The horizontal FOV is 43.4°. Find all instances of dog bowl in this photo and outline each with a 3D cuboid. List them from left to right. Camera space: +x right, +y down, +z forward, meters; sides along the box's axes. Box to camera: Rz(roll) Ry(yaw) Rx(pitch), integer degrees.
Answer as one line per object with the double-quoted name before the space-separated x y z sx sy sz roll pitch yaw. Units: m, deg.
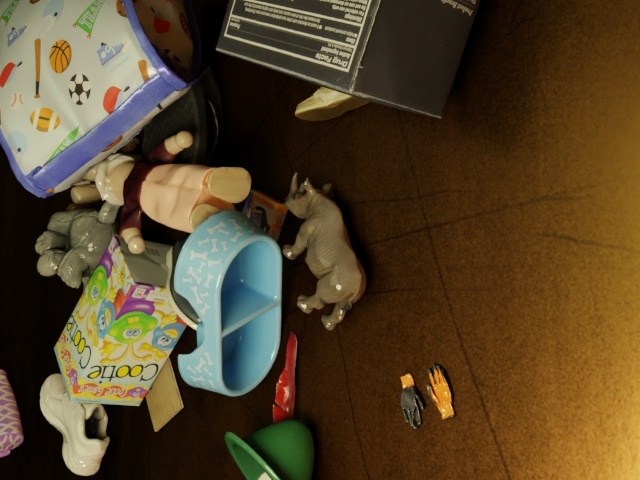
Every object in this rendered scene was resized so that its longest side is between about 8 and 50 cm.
"dog bowl" -0.128 0.103 1.194 0.074 0.166 0.297 22 123 33

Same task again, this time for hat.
"hat" -0.022 0.289 1.183 0.173 0.184 0.208 16 137 53

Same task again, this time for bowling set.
"bowling set" -0.448 -0.135 1.635 0.287 0.154 0.199 43 133 39

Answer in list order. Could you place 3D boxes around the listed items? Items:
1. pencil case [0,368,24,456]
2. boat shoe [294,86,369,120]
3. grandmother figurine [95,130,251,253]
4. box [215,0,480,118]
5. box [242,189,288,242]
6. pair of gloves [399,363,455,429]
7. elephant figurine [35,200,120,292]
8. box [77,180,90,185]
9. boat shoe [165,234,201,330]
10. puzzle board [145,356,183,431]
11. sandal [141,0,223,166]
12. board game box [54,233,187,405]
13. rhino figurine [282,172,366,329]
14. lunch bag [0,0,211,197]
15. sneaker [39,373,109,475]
"pencil case" -0.756 0.401 1.887 0.206 0.086 0.088 61 148 34
"boat shoe" 0.019 -0.215 1.207 0.135 0.050 0.045 -12 72 34
"grandmother figurine" -0.259 -0.076 1.290 0.342 0.104 0.207 18 72 47
"box" 0.046 -0.341 1.035 0.296 0.183 0.293 29 105 45
"box" -0.104 -0.007 1.313 0.081 0.028 0.136 28 102 45
"pair of gloves" 0.135 0.202 1.042 0.083 0.010 0.074 -29 64 40
"elephant figurine" -0.413 0.040 1.546 0.186 0.239 0.169 5 67 31
"box" -0.578 -0.287 1.832 0.232 0.059 0.321 9 89 46
"boat shoe" -0.195 0.062 1.326 0.079 0.095 0.254 -47 26 12
"puzzle board" -0.292 0.271 1.475 0.096 0.011 0.128 -45 54 33
"sandal" -0.232 -0.245 1.436 0.168 0.107 0.445 -21 63 44
"board game box" -0.348 0.148 1.445 0.275 0.144 0.142 -57 43 22
"rhino figurine" 0.000 0.000 1.172 0.106 0.073 0.243 -43 54 38
"lunch bag" -0.365 -0.286 1.313 0.328 0.239 0.385 -34 48 19
"sneaker" -0.480 0.347 1.615 0.115 0.090 0.232 -50 61 20
